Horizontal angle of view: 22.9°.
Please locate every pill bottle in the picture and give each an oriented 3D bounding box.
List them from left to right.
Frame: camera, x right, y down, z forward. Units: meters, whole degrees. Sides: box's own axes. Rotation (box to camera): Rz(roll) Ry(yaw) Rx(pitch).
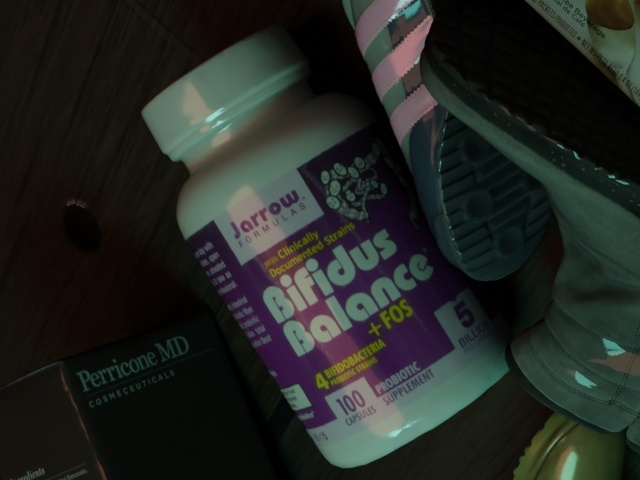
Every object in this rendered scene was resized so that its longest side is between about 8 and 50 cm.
[{"bbox_3d":[0.000,0.000,1.156,0.169,0.169,0.301,-32,92,46],"label":"pill bottle"}]

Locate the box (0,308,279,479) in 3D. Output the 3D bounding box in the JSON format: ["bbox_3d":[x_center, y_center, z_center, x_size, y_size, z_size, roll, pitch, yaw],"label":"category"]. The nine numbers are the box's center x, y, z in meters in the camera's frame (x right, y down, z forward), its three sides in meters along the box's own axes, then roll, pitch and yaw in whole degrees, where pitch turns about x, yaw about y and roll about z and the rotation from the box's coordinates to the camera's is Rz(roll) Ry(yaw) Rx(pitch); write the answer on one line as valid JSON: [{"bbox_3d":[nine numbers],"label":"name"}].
[{"bbox_3d":[-0.124,0.270,1.351,0.143,0.191,0.381,-28,84,39],"label":"box"}]

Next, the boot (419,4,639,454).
[{"bbox_3d":[0.171,0.016,1.016,0.338,0.118,0.223,35,133,3],"label":"boot"}]

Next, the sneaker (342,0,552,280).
[{"bbox_3d":[0.077,-0.130,1.083,0.131,0.112,0.319,19,126,55],"label":"sneaker"}]

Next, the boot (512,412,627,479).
[{"bbox_3d":[0.250,0.264,1.115,0.269,0.089,0.236,38,133,32],"label":"boot"}]

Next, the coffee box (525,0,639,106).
[{"bbox_3d":[0.240,-0.140,0.921,0.246,0.098,0.141,46,134,11],"label":"coffee box"}]
